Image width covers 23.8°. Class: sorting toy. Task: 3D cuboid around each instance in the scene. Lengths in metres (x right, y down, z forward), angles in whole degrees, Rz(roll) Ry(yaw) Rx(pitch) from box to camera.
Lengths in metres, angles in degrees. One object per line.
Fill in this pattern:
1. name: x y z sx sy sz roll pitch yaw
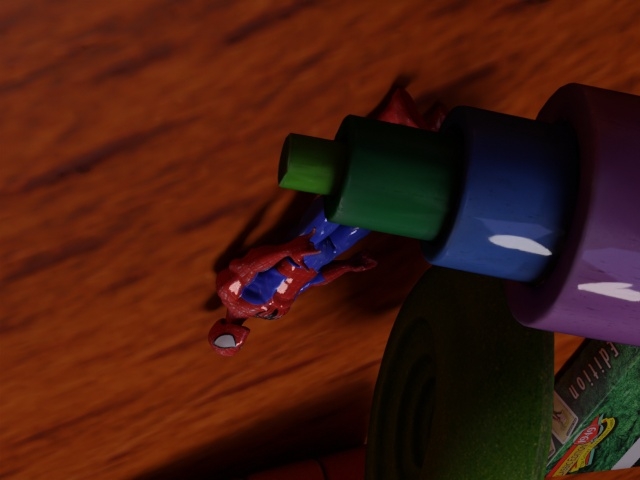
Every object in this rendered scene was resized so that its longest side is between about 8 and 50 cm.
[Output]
1. sorting toy: -0.008 0.066 0.511 0.126 0.127 0.365 10 145 -11

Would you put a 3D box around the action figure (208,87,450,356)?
1. action figure: 0.000 0.000 0.502 0.115 0.030 0.038 -44 148 26

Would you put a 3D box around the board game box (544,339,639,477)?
1. board game box: 0.199 0.013 0.652 0.136 0.030 0.259 1 137 -32
